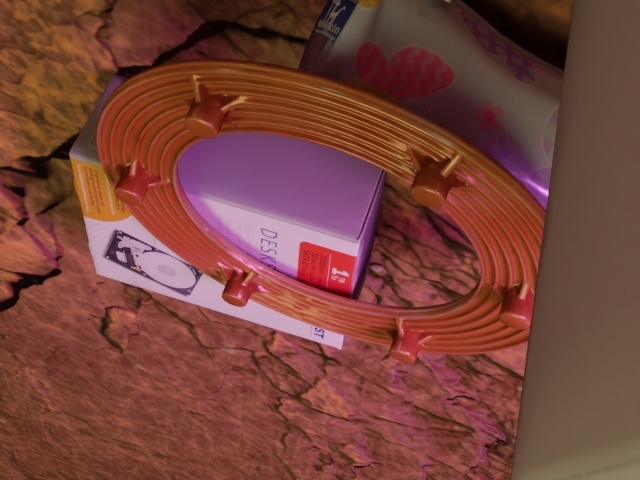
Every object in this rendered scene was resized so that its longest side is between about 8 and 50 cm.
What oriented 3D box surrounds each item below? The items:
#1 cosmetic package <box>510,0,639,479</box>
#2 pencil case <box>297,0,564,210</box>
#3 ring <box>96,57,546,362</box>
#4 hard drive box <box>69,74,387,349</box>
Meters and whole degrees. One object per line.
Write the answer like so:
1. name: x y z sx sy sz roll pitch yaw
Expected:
1. cosmetic package: 0.282 -0.067 0.282 0.330 0.327 0.393 13 161 -6
2. pencil case: 0.113 -0.074 0.673 0.273 0.124 0.113 30 177 -12
3. ring: 0.000 0.000 0.718 0.337 0.032 0.336 17 154 9
4. hard drive box: -0.073 -0.019 0.877 0.232 0.089 0.181 16 148 7
